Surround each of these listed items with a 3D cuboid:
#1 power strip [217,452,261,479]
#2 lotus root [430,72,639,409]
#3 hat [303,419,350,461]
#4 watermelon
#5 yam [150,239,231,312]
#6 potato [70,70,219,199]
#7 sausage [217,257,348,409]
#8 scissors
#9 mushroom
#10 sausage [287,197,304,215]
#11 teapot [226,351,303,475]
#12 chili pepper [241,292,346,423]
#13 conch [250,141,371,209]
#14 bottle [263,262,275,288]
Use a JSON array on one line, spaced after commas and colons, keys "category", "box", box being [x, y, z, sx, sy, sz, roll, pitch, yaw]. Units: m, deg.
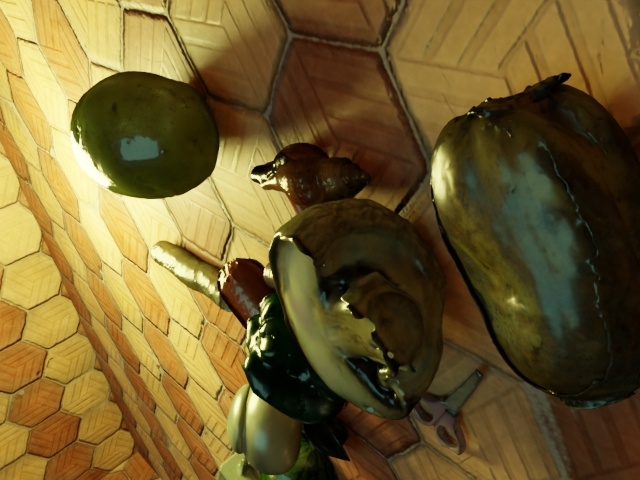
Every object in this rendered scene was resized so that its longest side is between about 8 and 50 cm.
[{"category": "power strip", "box": [-0.186, 0.640, 1.479, 0.140, 0.139, 0.224, 45, 144, 21]}, {"category": "lotus root", "box": [0.200, 0.005, 0.464, 0.160, 0.152, 0.275, -12, 101, 52]}, {"category": "hat", "box": [0.021, 0.388, 1.089, 0.121, 0.050, 0.121, 28, 137, 30]}, {"category": "watermelon", "box": [-0.071, 0.537, 1.263, 0.204, 0.127, 0.232, 51, 141, 16]}, {"category": "yam", "box": [-0.275, 0.071, 1.201, 0.317, 0.067, 0.071, 25, 139, 41]}, {"category": "potato", "box": [-0.292, -0.170, 0.907, 0.304, 0.216, 0.216, 21, 132, 46]}, {"category": "sausage", "box": [-0.062, 0.168, 0.979, 0.330, 0.102, 0.102, 53, 146, 6]}, {"category": "scissors", "box": [0.189, 0.232, 0.775, 0.110, 0.021, 0.212, 45, 145, 24]}, {"category": "mushroom", "box": [0.058, 0.072, 0.691, 0.267, 0.164, 0.189, 54, 150, 1]}, {"category": "sausage", "box": [0.000, 0.000, 0.822, 0.029, 0.029, 0.223, -19, 101, 56]}, {"category": "teapot", "box": [-0.112, 0.375, 1.134, 0.149, 0.220, 0.318, 8, 148, -1]}, {"category": "chili pepper", "box": [0.007, 0.188, 0.843, 0.261, 0.174, 0.165, 27, 109, -15]}, {"category": "conch", "box": [-0.027, -0.089, 0.735, 0.232, 0.080, 0.086, 25, 102, 35]}, {"category": "bottle", "box": [-0.039, 0.062, 0.901, 0.140, 0.053, 0.053, 6, 121, 50]}]
